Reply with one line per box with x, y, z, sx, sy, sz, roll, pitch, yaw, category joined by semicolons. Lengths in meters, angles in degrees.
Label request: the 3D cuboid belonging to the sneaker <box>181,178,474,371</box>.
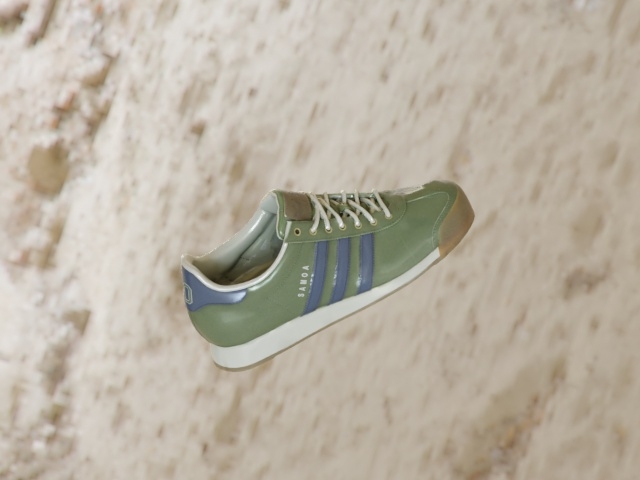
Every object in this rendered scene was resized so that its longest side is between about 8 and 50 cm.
0.000;0.000;0.940;0.192;0.086;0.064;-31;32;-4;sneaker
